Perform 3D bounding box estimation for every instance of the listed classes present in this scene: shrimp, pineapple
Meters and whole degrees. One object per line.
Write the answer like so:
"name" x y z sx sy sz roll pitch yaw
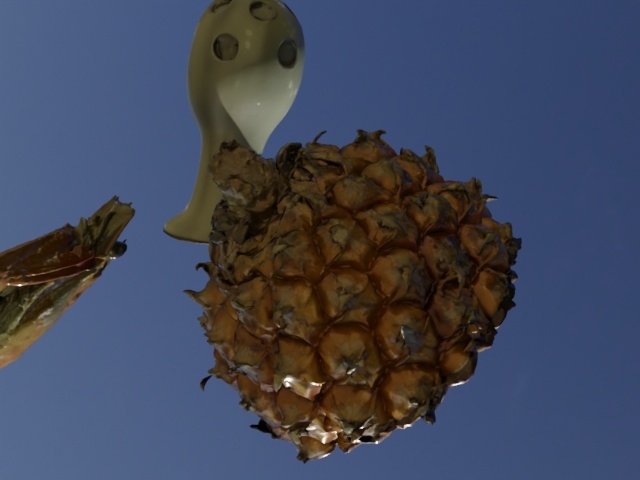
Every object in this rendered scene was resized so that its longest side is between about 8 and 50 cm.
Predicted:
"shrimp" -0.228 0.037 0.909 0.217 0.115 0.051 -37 -112 -14
"pineapple" -0.003 0.002 0.588 0.161 0.137 0.176 -22 -151 43

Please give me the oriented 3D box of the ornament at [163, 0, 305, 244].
"ornament" -0.054 -0.078 0.752 0.081 0.075 0.156 -127 -137 -68
